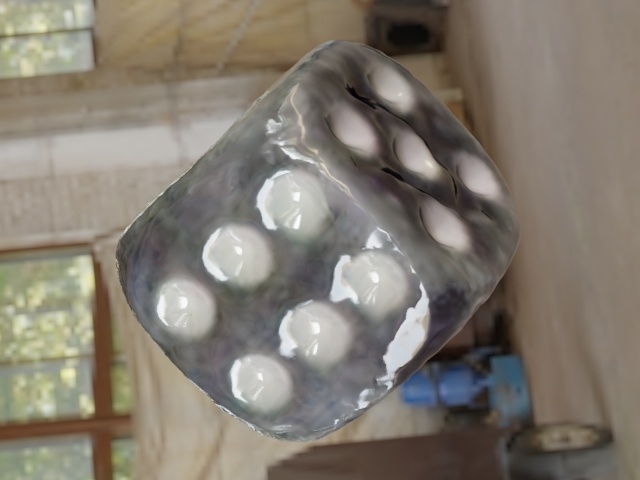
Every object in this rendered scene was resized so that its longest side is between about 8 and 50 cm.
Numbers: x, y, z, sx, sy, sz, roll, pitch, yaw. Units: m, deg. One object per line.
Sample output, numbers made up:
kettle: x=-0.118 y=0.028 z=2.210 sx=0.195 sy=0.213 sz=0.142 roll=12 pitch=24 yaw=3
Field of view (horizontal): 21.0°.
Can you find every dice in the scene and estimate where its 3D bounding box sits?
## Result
dice: x=0.000 y=0.000 z=1.060 sx=0.181 sy=0.182 sz=0.183 roll=45 pitch=-149 yaw=-4
